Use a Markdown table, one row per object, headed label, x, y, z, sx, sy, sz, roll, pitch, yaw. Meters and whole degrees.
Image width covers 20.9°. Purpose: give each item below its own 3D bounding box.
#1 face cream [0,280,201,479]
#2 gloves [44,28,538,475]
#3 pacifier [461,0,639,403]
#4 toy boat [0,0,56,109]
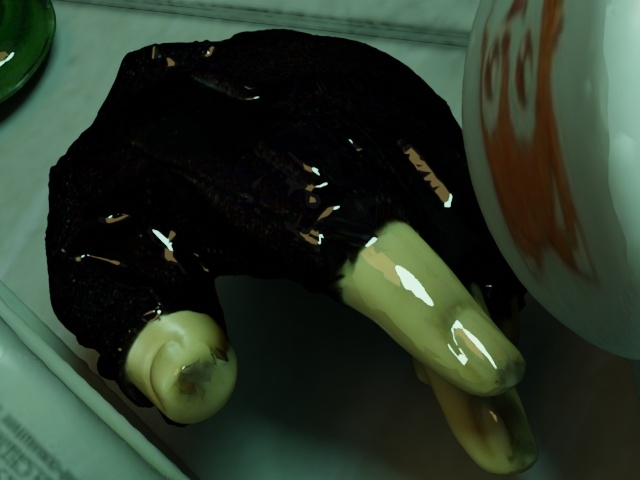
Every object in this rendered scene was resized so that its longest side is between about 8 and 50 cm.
| label | x | y | z | sx | sy | sz | roll | pitch | yaw |
| --- | --- | --- | --- | --- | --- | --- | --- | --- | --- |
| face cream | -0.134 | 0.079 | 0.511 | 0.153 | 0.177 | 0.177 | -43 | 44 | -6 |
| gloves | 0.000 | 0.000 | 0.521 | 0.164 | 0.124 | 0.203 | -27 | 22 | -28 |
| pacifier | 0.160 | -0.045 | 0.401 | 0.233 | 0.299 | 0.244 | 7 | 91 | -7 |
| toy boat | -0.208 | -0.082 | 0.779 | 0.210 | 0.052 | 0.104 | -3 | 52 | 30 |
